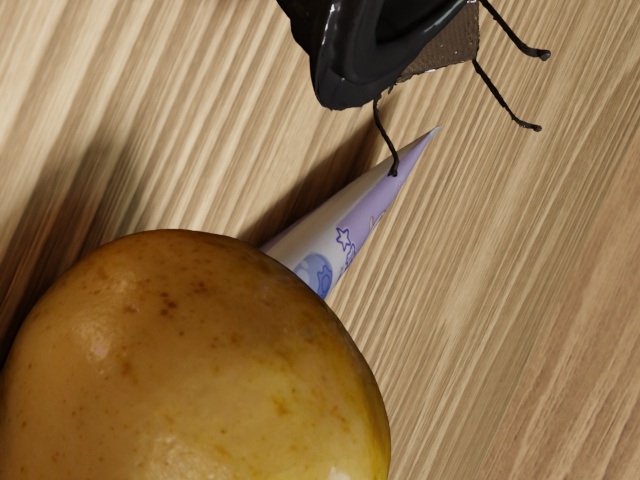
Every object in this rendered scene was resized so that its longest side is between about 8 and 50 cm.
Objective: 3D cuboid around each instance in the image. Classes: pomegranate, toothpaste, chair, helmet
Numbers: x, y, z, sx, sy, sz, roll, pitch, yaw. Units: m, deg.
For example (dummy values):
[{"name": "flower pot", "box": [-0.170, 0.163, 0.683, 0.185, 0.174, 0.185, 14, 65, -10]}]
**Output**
[{"name": "pomegranate", "box": [-0.091, 0.136, 1.160, 0.307, 0.307, 0.307, -55, 161, -29]}, {"name": "toothpaste", "box": [0.000, 0.000, 1.570, 0.125, 0.080, 0.371, -45, -178, 37]}, {"name": "chair", "box": [0.107, -0.190, 1.597, 0.174, 0.149, 0.213, 84, -7, -56]}, {"name": "helmet", "box": [0.039, -0.238, 1.188, 0.279, 0.160, 0.230, -54, 167, 18]}]
